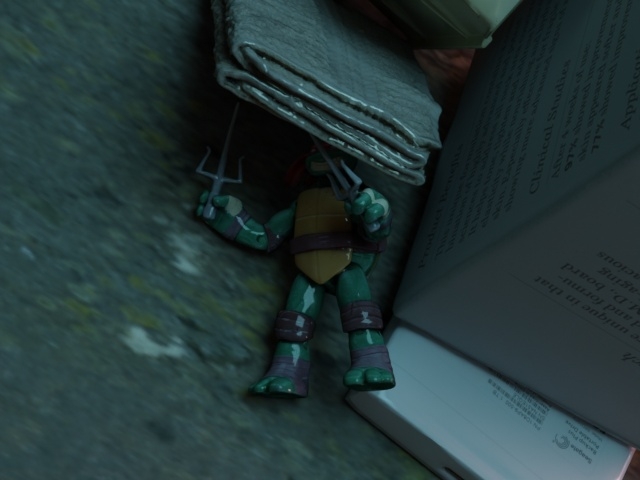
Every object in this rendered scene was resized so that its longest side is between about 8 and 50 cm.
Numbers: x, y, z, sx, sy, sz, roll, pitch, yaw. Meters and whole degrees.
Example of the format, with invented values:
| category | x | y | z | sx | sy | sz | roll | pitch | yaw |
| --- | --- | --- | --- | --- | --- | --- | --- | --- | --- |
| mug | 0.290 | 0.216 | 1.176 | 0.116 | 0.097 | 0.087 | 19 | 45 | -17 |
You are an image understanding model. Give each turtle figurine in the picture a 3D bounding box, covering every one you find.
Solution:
| category | x | y | z | sx | sy | sz | roll | pitch | yaw |
| --- | --- | --- | --- | --- | --- | --- | --- | --- | --- |
| turtle figurine | 0.000 | 0.000 | 1.373 | 0.118 | 0.175 | 0.234 | 8 | 74 | -46 |

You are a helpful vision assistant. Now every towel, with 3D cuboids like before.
| category | x | y | z | sx | sy | sz | roll | pitch | yaw |
| --- | --- | --- | --- | --- | --- | --- | --- | --- | --- |
| towel | 0.000 | -0.145 | 1.394 | 0.187 | 0.049 | 0.282 | 28 | 20 | -18 |

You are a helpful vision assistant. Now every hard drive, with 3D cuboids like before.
| category | x | y | z | sx | sy | sz | roll | pitch | yaw |
| --- | --- | --- | --- | --- | --- | --- | --- | --- | --- |
| hard drive | 0.192 | 0.064 | 1.510 | 0.233 | 0.047 | 0.353 | 39 | 57 | -10 |

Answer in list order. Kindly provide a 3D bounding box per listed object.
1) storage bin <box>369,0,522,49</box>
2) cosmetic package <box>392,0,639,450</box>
| category | x | y | z | sx | sy | sz | roll | pitch | yaw |
| --- | --- | --- | --- | --- | --- | --- | --- | --- | --- |
| storage bin | 0.145 | -0.288 | 1.444 | 0.123 | 0.260 | 0.262 | 43 | 85 | -13 |
| cosmetic package | 0.317 | -0.065 | 1.364 | 0.327 | 0.393 | 0.329 | 29 | 59 | -16 |
